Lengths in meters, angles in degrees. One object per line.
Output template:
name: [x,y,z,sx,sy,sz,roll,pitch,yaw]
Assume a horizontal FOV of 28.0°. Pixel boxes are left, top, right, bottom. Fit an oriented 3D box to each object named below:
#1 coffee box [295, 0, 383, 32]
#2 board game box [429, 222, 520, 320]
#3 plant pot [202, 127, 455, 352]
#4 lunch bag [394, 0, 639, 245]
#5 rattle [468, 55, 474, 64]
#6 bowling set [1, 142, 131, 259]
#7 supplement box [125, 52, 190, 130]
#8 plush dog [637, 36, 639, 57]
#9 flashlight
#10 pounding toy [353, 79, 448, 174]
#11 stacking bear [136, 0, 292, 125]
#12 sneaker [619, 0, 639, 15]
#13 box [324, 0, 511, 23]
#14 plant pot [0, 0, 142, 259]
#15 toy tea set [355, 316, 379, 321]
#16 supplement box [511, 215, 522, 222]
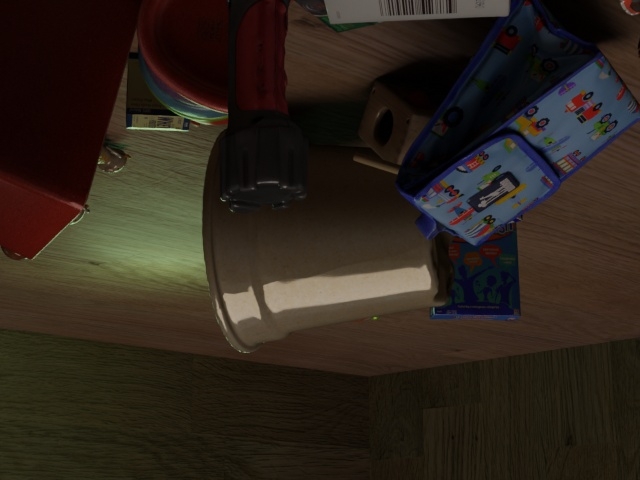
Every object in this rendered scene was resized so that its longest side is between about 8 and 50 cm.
coffee box: [0.071,-0.277,1.392,0.184,0.040,0.113,-8,164,27]
board game box: [0.274,0.037,2.313,0.160,0.210,0.047,1,165,-7]
plant pot: [0.029,-0.012,1.853,0.305,0.334,0.334,-4,166,15]
lunch bag: [0.215,-0.120,1.533,0.293,0.138,0.221,-46,152,10]
rattle: [0.269,-0.182,1.709,0.199,0.130,0.143,10,-161,2]
bowling set: [-0.447,-0.058,1.963,0.287,0.200,0.154,-1,168,20]
supplement box: [-0.207,-0.190,1.649,0.083,0.083,0.056,2,166,-9]
plush dog: [0.491,-0.201,1.475,0.262,0.211,0.225,11,-171,-32]
flashlight: [-0.048,-0.186,1.212,0.103,0.304,0.103,-5,165,12]
pounding toy: [0.131,-0.136,1.669,0.181,0.094,0.206,7,-157,-27]
stacking bear: [-0.123,-0.205,1.466,0.164,0.175,0.289,6,173,-5]
sneaker: [0.338,-0.284,1.342,0.064,0.061,0.158,-14,162,23]
box: [0.087,-0.290,1.179,0.181,0.119,0.182,-2,165,7]
plant pot: [-0.375,-0.163,1.454,0.235,0.267,0.267,20,159,-20]
toy tea set: [0.034,0.037,2.140,0.200,0.336,0.124,-18,122,24]
supplement box: [0.198,-0.078,2.051,0.220,0.111,0.114,-10,163,33]
